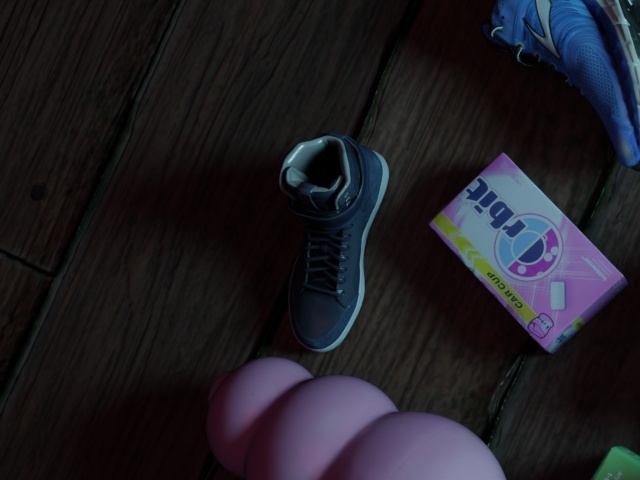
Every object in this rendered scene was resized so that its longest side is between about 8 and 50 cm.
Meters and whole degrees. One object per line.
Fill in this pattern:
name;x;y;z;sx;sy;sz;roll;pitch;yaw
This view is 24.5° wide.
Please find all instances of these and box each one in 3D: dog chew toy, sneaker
dog chew toy;0.022;0.229;1.453;0.332;0.206;0.206;31;90;28
sneaker;0.256;-0.209;1.507;0.147;0.130;0.330;-31;69;25
sneaker;-0.002;-0.001;1.514;0.086;0.163;0.226;11;85;17

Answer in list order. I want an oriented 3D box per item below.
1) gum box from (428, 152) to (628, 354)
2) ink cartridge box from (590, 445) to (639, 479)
gum box;0.207;0.010;1.498;0.107;0.062;0.188;-43;71;6
ink cartridge box;0.348;0.353;1.360;0.289;0.121;0.211;30;89;20
